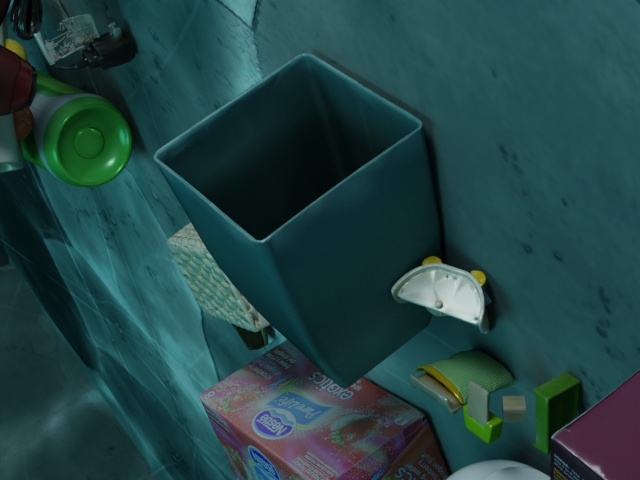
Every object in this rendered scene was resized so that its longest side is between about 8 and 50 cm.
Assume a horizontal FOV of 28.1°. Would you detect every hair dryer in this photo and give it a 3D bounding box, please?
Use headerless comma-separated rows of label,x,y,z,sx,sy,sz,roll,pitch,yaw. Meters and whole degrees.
hair dryer,-0.374,-0.247,1.437,0.080,0.293,0.224,51,167,57

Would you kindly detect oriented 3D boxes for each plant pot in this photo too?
plant pot,0.000,0.000,1.094,0.165,0.165,0.234,38,157,43

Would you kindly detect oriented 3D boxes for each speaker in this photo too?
speaker,-0.362,-0.156,1.741,0.296,0.131,0.131,26,142,55

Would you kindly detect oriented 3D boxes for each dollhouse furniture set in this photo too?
dollhouse furniture set,0.143,0.115,1.056,0.151,0.076,0.059,32,134,47

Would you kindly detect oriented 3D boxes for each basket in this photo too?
basket,-0.081,0.022,1.378,0.167,0.103,0.113,10,129,63

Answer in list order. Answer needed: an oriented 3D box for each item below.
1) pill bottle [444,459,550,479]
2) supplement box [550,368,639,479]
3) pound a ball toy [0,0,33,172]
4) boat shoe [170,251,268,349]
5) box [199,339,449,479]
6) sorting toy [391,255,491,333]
pill bottle,0.152,0.289,1.161,0.146,0.146,0.264,51,159,18
supplement box,0.226,0.189,0.911,0.081,0.104,0.188,41,153,37
pound a ball toy,-0.429,-0.201,1.570,0.208,0.135,0.319,161,102,-82
boat shoe,-0.128,0.065,1.609,0.178,0.060,0.064,59,159,-2
box,0.006,0.240,1.432,0.300,0.142,0.154,24,140,57
sorting toy,0.112,0.054,1.072,0.083,0.045,0.075,19,159,27
